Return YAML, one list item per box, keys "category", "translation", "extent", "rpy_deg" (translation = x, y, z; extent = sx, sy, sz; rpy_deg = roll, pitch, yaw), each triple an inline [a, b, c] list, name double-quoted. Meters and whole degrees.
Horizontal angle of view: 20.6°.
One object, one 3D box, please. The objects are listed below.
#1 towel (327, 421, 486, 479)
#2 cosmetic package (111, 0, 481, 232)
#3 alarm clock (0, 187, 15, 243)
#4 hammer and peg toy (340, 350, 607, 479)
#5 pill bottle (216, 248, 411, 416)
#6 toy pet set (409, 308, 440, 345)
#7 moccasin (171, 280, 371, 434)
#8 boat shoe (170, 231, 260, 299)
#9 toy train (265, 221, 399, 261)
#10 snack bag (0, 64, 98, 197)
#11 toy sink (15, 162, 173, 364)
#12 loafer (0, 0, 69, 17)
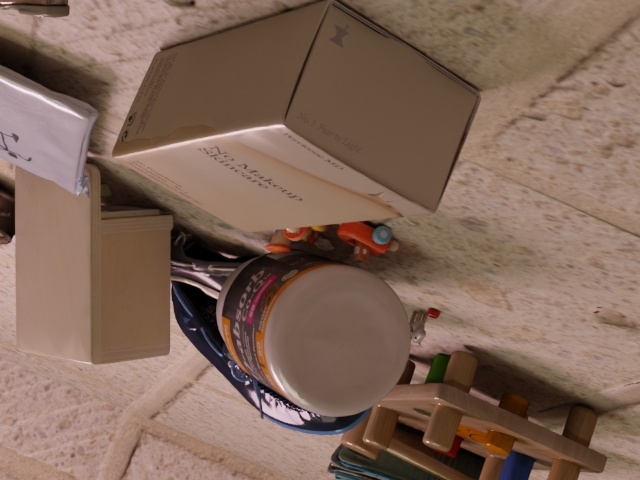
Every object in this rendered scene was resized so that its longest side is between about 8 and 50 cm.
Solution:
- category: "towel"
  translation: [0.161, 0.342, 2.600]
  extent: [0.271, 0.040, 0.370]
  rpy_deg: [21, -173, 6]
- category: "cosmetic package"
  translation: [-0.029, -0.094, 1.459]
  extent: [0.160, 0.113, 0.309]
  rpy_deg: [29, 164, -25]
- category: "alarm clock"
  translation: [-0.472, -0.054, 2.302]
  extent: [0.192, 0.064, 0.129]
  rpy_deg: [16, 164, 13]
- category: "hammer and peg toy"
  translation: [0.189, 0.248, 2.317]
  extent: [0.266, 0.127, 0.361]
  rpy_deg: [25, 166, -18]
- category: "pill bottle"
  translation: [-0.018, 0.094, 1.941]
  extent: [0.162, 0.162, 0.278]
  rpy_deg: [27, 176, -19]
- category: "toy pet set"
  translation: [0.060, 0.095, 2.080]
  extent: [0.122, 0.065, 0.114]
  rpy_deg: [26, 164, -14]
- category: "moccasin"
  translation: [-0.082, 0.132, 2.177]
  extent: [0.342, 0.138, 0.117]
  rpy_deg: [25, 154, 38]
- category: "boat shoe"
  translation: [-0.157, 0.015, 2.155]
  extent: [0.206, 0.075, 0.065]
  rpy_deg: [22, 123, 20]
- category: "toy train"
  translation: [0.000, 0.000, 1.868]
  extent: [0.125, 0.046, 0.166]
  rpy_deg: [28, 163, -22]
- category: "snack bag"
  translation: [-0.384, -0.166, 1.829]
  extent: [0.342, 0.037, 0.323]
  rpy_deg: [26, 164, -3]
- category: "toy sink"
  translation: [-0.268, 0.019, 2.094]
  extent: [0.152, 0.234, 0.131]
  rpy_deg: [4, -173, 44]
- category: "loafer"
  translation: [-0.262, -0.217, 1.511]
  extent: [0.125, 0.039, 0.045]
  rpy_deg: [14, -163, 37]
